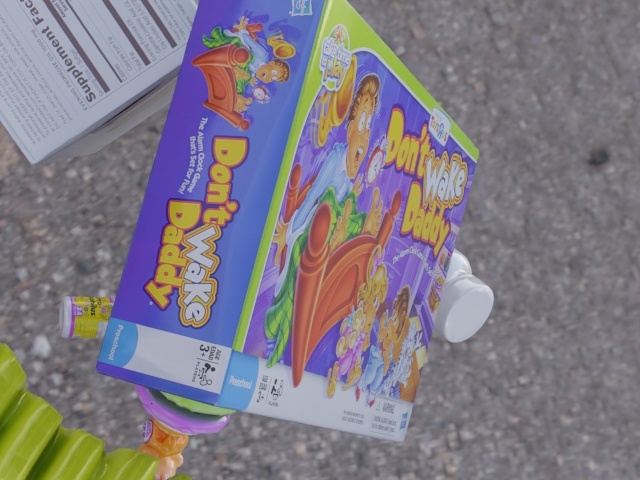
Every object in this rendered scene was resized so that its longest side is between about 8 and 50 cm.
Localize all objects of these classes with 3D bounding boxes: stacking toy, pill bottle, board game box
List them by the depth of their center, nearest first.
[{"bbox_3d":[0.000,0.000,0.867,0.347,0.078,0.233,29,74,-67],"label":"board game box"},{"bbox_3d":[-0.126,0.136,1.383,0.166,0.302,0.175,15,23,-35],"label":"stacking toy"},{"bbox_3d":[-0.227,0.080,1.392,0.083,0.043,0.043,2,72,-19],"label":"pill bottle"},{"bbox_3d":[0.126,0.045,1.707,0.112,0.112,0.187,-6,34,-42],"label":"pill bottle"}]

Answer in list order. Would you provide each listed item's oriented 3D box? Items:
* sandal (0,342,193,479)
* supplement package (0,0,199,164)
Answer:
[{"bbox_3d":[-0.208,0.125,0.763,0.317,0.138,0.126,46,42,-9],"label":"sandal"},{"bbox_3d":[-0.177,-0.178,0.945,0.204,0.145,0.262,57,3,-5],"label":"supplement package"}]
